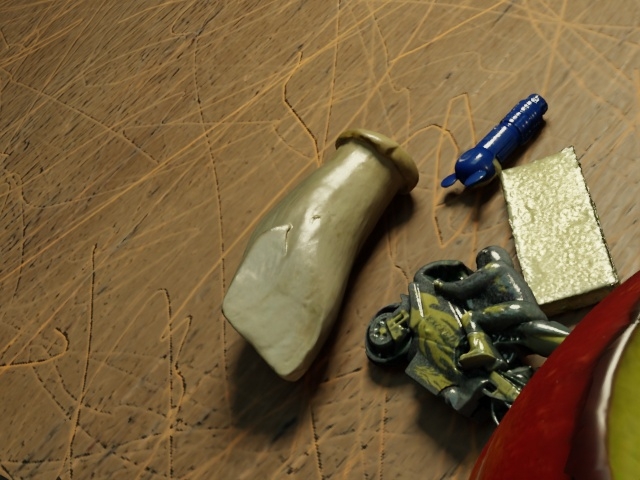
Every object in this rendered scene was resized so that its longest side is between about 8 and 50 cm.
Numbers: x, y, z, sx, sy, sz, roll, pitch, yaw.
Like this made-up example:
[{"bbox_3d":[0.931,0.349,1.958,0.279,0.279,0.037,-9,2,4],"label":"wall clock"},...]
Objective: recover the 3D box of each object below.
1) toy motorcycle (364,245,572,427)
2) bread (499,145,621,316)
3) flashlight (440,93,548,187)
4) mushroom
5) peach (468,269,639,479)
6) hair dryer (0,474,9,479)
[{"bbox_3d":[0.115,0.063,0.630,0.193,0.061,0.124,23,80,51],"label":"toy motorcycle"},{"bbox_3d":[0.186,-0.009,0.685,0.068,0.028,0.154,-18,45,16],"label":"bread"},{"bbox_3d":[0.160,-0.083,0.769,0.121,0.035,0.057,-44,18,-18],"label":"flashlight"},{"bbox_3d":[-0.007,0.005,0.743,0.108,0.096,0.247,-18,34,54],"label":"mushroom"},{"bbox_3d":[0.184,0.128,0.400,0.245,0.248,0.275,-18,37,55],"label":"peach"},{"bbox_3d":[-0.371,0.281,0.729,0.255,0.070,0.128,-20,42,20],"label":"hair dryer"}]
